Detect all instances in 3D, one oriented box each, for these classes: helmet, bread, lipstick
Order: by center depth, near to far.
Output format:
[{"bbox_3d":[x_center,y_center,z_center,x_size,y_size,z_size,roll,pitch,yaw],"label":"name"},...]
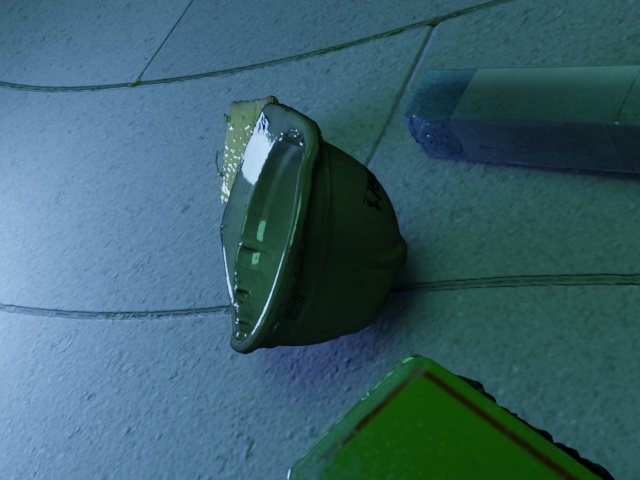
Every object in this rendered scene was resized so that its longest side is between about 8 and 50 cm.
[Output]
[{"bbox_3d":[0.218,-0.106,0.708,0.317,0.066,0.068,11,62,45],"label":"lipstick"},{"bbox_3d":[0.003,-0.002,0.729,0.258,0.137,0.204,-105,34,-55],"label":"helmet"},{"bbox_3d":[-0.085,-0.095,0.914,0.084,0.080,0.109,6,55,41],"label":"bread"}]

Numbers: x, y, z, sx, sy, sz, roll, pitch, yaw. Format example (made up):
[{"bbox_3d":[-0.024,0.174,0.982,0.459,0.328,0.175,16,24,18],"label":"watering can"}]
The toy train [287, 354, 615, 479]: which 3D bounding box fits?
[{"bbox_3d":[0.081,0.230,0.447,0.249,0.173,0.307,-39,40,-15],"label":"toy train"}]
